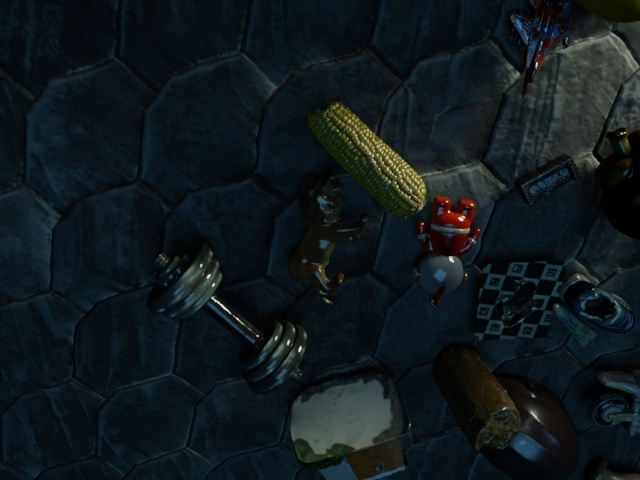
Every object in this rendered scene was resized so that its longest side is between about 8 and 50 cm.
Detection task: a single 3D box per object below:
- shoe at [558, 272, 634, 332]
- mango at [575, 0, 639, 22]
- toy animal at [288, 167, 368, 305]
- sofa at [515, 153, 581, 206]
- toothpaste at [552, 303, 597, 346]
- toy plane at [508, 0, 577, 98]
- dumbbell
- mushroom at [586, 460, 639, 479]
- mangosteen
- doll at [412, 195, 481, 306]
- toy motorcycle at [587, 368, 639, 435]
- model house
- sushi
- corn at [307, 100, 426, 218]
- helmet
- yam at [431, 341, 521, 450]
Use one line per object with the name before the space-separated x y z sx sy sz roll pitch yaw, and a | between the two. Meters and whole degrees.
shoe | 0.631 0.158 1.234 0.207 0.106 0.091 29 110 -20
mango | 0.495 -0.533 0.912 0.253 0.182 0.365 -38 120 10
toy animal | 0.000 0.000 1.156 0.157 0.097 0.312 22 113 2
sofa | 0.475 -0.125 1.143 0.118 0.039 0.060 -30 111 10
toothpaste | 0.586 0.194 1.269 0.048 0.029 0.197 -45 124 12
toy plane | 0.405 -0.365 1.031 0.130 0.061 0.189 7 116 -6
dumbbell | -0.191 0.167 1.159 0.179 0.179 0.406 -41 109 13
mushroom | 0.811 0.659 1.458 0.212 0.088 0.097 17 143 -1
mangosteen | 0.642 -0.121 1.075 0.250 0.211 0.211 44 105 -6
doll | 0.267 0.029 1.181 0.142 0.076 0.245 5 108 -4
toy motorcycle | 0.828 0.378 1.333 0.341 0.108 0.223 5 112 -6
model house | 0.091 0.495 1.334 0.271 0.190 0.301 -18 128 1
sushi | 0.443 0.129 1.247 0.193 0.040 0.210 -2 117 -4
corn | 0.094 -0.162 1.084 0.106 0.106 0.293 -43 105 14
helmet | 0.488 0.477 1.324 0.305 0.177 0.225 23 112 -13
yam | 0.349 0.352 1.237 0.128 0.238 0.129 -26 118 1
